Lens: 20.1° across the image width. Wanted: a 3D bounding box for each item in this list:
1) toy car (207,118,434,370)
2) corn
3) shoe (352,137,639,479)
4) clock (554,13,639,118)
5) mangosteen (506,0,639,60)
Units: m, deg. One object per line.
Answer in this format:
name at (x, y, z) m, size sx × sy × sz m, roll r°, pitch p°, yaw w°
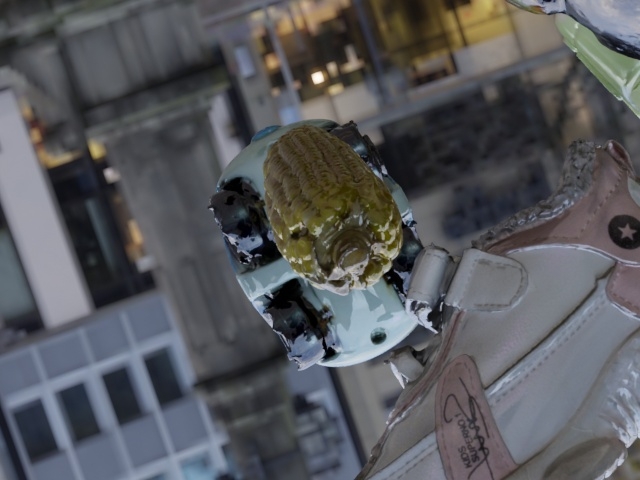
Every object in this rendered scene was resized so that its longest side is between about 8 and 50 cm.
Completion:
toy car at (0.000, 0.000, 1.840) m, size 0.188 × 0.255 × 0.190 m, roll -31°, pitch -176°, yaw -4°
corn at (0.005, -0.029, 1.426) m, size 0.097 × 0.097 × 0.262 m, roll -19°, pitch -159°, yaw -2°
shoe at (0.127, 0.089, 1.218) m, size 0.351 × 0.198 × 0.172 m, roll -35°, pitch 166°, yaw -15°
clock at (0.312, -0.220, 1.283) m, size 0.308 × 0.096 × 0.235 m, roll -45°, pitch 161°, yaw 11°
mangosteen at (0.113, -0.125, 0.665) m, size 0.151 × 0.137 × 0.137 m, roll -8°, pitch -172°, yaw 16°
